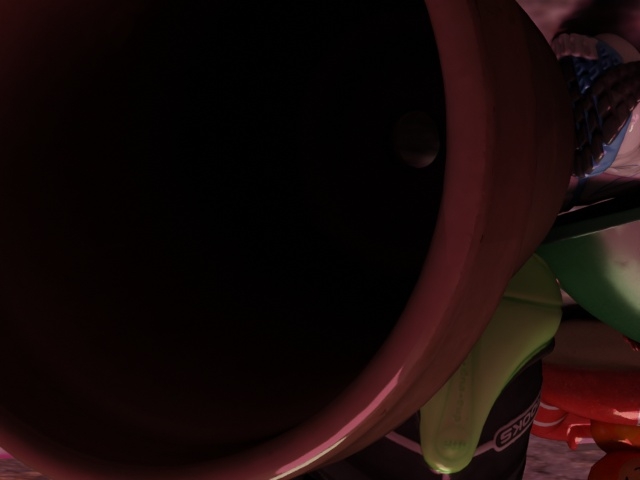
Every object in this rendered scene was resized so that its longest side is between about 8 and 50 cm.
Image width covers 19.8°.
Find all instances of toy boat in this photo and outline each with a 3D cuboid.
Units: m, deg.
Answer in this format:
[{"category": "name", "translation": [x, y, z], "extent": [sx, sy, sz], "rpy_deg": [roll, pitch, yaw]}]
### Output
[{"category": "toy boat", "translation": [0.231, 0.145, 1.401], "extent": [0.151, 0.151, 0.231], "rpy_deg": [-1, 162, 0]}]

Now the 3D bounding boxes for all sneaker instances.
[{"category": "sneaker", "translation": [0.153, -0.061, 0.917], "extent": [0.083, 0.071, 0.190], "rpy_deg": [-6, 171, -3]}, {"category": "sneaker", "translation": [0.005, 0.124, 1.080], "extent": [0.185, 0.202, 0.483], "rpy_deg": [9, 167, -5]}]

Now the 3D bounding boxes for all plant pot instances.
[{"category": "plant pot", "translation": [-0.008, -0.043, 0.725], "extent": [0.263, 0.263, 0.229], "rpy_deg": [-12, 178, 31]}]

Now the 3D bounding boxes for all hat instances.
[{"category": "hat", "translation": [0.208, 0.061, 1.014], "extent": [0.173, 0.183, 0.208], "rpy_deg": [-14, -177, 44]}]

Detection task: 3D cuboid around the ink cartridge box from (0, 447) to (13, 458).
[{"category": "ink cartridge box", "translation": [-0.352, 0.119, 1.437], "extent": [0.330, 0.071, 0.324], "rpy_deg": [-10, 160, 31]}]
